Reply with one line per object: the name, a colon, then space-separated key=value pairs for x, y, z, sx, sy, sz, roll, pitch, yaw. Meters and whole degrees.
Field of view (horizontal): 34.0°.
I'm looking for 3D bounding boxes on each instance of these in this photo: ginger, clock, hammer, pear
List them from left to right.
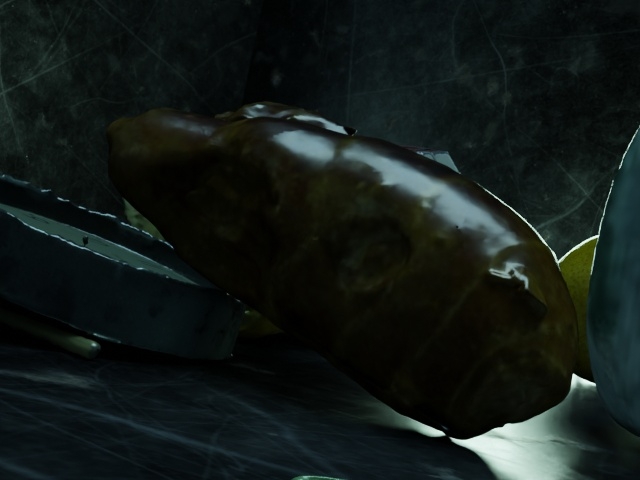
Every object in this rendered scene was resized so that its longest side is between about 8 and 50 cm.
hammer: x=-0.235 y=0.062 z=0.809 sx=0.195 sy=0.028 sz=0.060 roll=16 pitch=-3 yaw=31
clock: x=-0.208 y=0.014 z=0.901 sx=0.313 sy=0.061 sz=0.312 roll=23 pitch=3 yaw=-1
ginger: x=0.039 y=0.001 z=0.849 sx=0.418 sy=0.176 sz=0.254 roll=28 pitch=18 yaw=30
pear: x=0.374 y=0.089 z=1.314 sx=0.209 sy=0.208 sz=0.209 roll=12 pitch=1 yaw=0

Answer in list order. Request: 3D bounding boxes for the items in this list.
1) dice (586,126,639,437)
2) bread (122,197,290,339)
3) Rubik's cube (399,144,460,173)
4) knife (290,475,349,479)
dice: x=0.452 y=0.037 z=0.906 sx=0.331 sy=0.348 sz=0.328 roll=14 pitch=1 yaw=40
bread: x=-0.026 y=0.006 z=1.194 sx=0.236 sy=0.165 sz=0.375 roll=48 pitch=19 yaw=20
Rubik's cube: x=0.120 y=-0.027 z=1.820 sx=0.264 sy=0.319 sz=0.319 roll=-35 pitch=22 yaw=-21
knife: x=0.086 y=0.136 z=0.496 sx=0.207 sy=0.014 sz=0.030 roll=12 pitch=-1 yaw=-5
